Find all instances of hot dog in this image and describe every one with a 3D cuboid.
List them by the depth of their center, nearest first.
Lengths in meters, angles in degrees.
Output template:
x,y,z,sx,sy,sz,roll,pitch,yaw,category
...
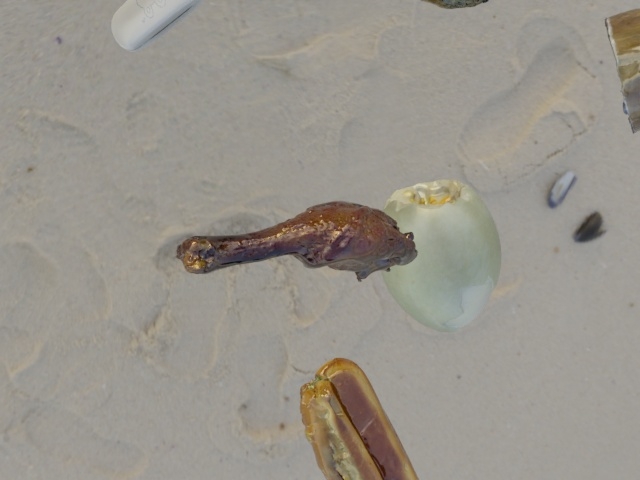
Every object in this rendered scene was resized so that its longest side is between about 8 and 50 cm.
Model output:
x,y,z,sx,sy,sz,roll,pitch,yaw,category
0.054,0.271,0.898,0.072,0.115,0.269,-17,104,32,hot dog

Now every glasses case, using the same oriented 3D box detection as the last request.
x,y,z,sx,sy,sz,roll,pitch,yaw,category
-0.315,-0.464,1.462,0.233,0.059,0.092,-31,81,18,glasses case

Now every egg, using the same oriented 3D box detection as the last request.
x,y,z,sx,sy,sz,roll,pitch,yaw,category
0.270,0.041,1.674,0.278,0.278,0.336,-17,106,-10,egg

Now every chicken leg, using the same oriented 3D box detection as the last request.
x,y,z,sx,sy,sz,roll,pitch,yaw,category
0.000,0.000,0.987,0.407,0.158,0.096,-1,72,-46,chicken leg

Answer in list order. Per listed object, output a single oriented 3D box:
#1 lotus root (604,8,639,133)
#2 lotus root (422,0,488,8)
x,y,z,sx,sy,sz,roll,pitch,yaw,category
0.704,-0.369,1.539,0.192,0.272,0.272,-21,119,32,lotus root
0.127,-0.438,0.837,0.196,0.179,0.397,-2,67,-10,lotus root
